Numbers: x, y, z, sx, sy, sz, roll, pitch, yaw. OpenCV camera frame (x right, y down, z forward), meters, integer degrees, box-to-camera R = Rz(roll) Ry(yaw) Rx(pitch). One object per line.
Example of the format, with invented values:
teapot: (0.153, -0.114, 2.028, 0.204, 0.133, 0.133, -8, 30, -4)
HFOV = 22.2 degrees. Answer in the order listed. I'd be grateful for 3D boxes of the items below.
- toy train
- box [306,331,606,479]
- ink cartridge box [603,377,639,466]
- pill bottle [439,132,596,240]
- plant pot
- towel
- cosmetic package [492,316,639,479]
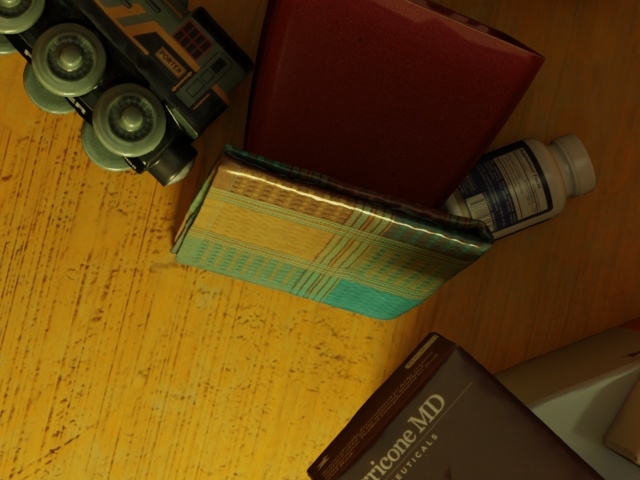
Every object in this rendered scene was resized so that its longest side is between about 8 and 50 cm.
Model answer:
toy train: (-0.229, -0.217, 1.713, 0.334, 0.142, 0.190, 46, 74, -5)
box: (0.192, 0.283, 1.546, 0.381, 0.143, 0.191, 42, 86, -4)
ink cartridge box: (0.449, 0.190, 1.586, 0.273, 0.115, 0.198, 31, 88, -8)
pill bottle: (0.211, -0.057, 1.788, 0.169, 0.094, 0.094, -21, 94, -7)
plant pot: (0.044, -0.147, 1.695, 0.267, 0.267, 0.235, 22, 101, -7)
towel: (0.000, 0.000, 1.632, 0.271, 0.370, 0.040, 16, 74, -7)
cosmetic package: (0.296, 0.202, 1.740, 0.453, 0.230, 0.161, -21, 94, -7)
